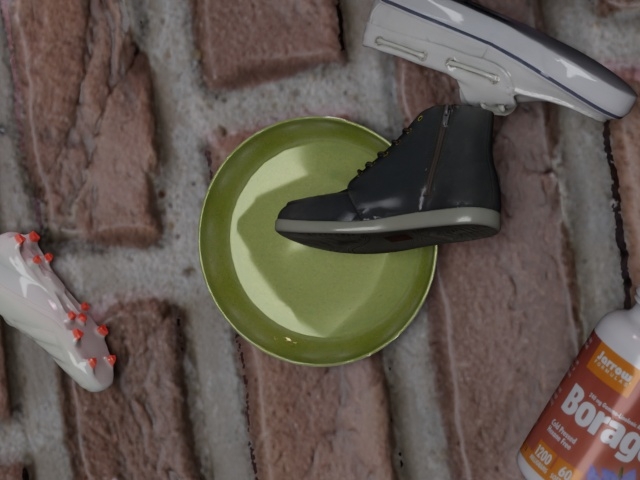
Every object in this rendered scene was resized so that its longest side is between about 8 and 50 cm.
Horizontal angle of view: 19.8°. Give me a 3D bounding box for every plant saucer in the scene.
[{"bbox_3d":[0.000,0.000,1.765,0.241,0.037,0.241,1,95,17],"label":"plant saucer"}]

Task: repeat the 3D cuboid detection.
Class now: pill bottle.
[{"bbox_3d":[0.278,0.141,1.642,0.121,0.121,0.216,32,103,13],"label":"pill bottle"}]

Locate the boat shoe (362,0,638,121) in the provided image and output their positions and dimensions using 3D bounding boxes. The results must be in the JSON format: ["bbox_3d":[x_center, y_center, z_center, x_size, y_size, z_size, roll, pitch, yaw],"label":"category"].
[{"bbox_3d":[0.158,-0.158,1.676,0.267,0.096,0.088,27,105,15],"label":"boat shoe"}]

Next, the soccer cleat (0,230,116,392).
[{"bbox_3d":[-0.276,0.079,1.847,0.076,0.068,0.196,-41,74,21],"label":"soccer cleat"}]

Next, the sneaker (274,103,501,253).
[{"bbox_3d":[0.064,-0.056,1.692,0.222,0.083,0.118,-5,73,24],"label":"sneaker"}]
